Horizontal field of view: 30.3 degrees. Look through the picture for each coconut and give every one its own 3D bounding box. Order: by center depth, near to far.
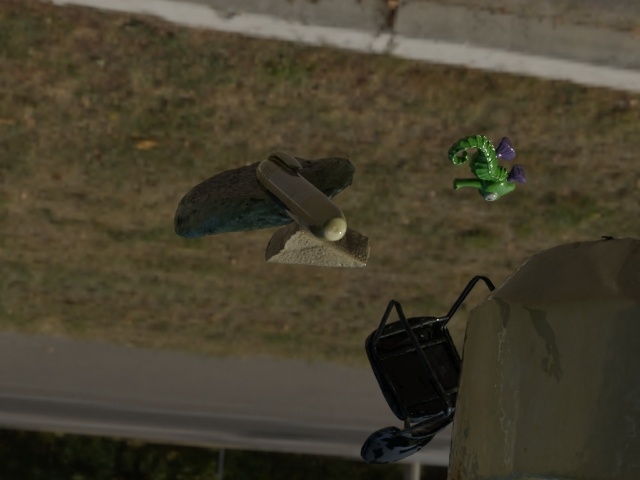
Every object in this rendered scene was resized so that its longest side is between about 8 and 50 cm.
[{"bbox_3d":[0.256,0.163,1.019,0.323,0.323,0.323,3,167,1],"label":"coconut"}]

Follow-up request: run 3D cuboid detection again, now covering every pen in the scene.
[{"bbox_3d":[-0.016,-0.038,0.925,0.032,0.040,0.233,17,-173,-18],"label":"pen"}]

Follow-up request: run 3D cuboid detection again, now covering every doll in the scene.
[{"bbox_3d":[0.259,-0.116,1.877,0.115,0.050,0.190,-24,145,9],"label":"doll"}]

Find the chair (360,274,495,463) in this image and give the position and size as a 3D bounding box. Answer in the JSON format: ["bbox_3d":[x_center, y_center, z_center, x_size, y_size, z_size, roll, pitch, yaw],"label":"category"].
[{"bbox_3d":[0.122,0.161,1.406,0.140,0.145,0.221,-13,158,-31],"label":"chair"}]

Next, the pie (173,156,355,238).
[{"bbox_3d":[-0.056,-0.047,1.160,0.187,0.041,0.187,-15,-167,4],"label":"pie"}]

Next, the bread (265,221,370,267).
[{"bbox_3d":[-0.004,0.015,2.058,0.152,0.077,0.105,28,133,-15],"label":"bread"}]
